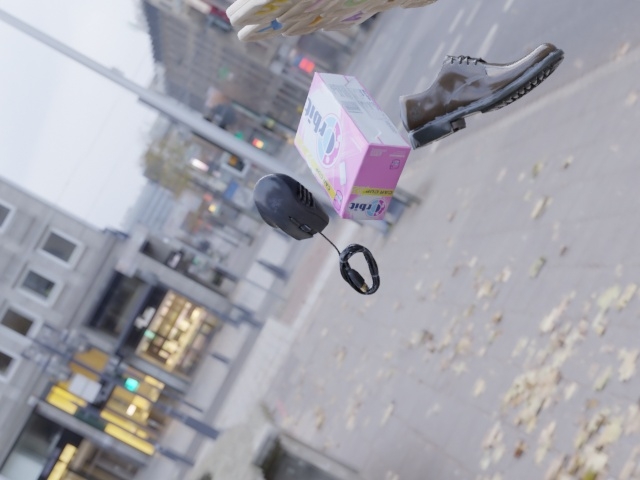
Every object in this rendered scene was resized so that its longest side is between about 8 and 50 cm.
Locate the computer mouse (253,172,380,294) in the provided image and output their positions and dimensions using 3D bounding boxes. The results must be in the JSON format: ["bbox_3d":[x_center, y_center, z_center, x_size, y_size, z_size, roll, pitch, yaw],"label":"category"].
[{"bbox_3d":[0.000,0.000,1.508,0.071,0.242,0.041,-36,32,19],"label":"computer mouse"}]

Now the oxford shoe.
[{"bbox_3d":[0.199,-0.204,1.483,0.227,0.096,0.083,-25,-3,18],"label":"oxford shoe"}]

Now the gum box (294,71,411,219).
[{"bbox_3d":[0.034,-0.123,1.459,0.188,0.062,0.107,59,138,47],"label":"gum box"}]

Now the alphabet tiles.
[{"bbox_3d":[0.051,-0.256,1.155,0.284,0.021,0.278,-15,-6,-38],"label":"alphabet tiles"}]
